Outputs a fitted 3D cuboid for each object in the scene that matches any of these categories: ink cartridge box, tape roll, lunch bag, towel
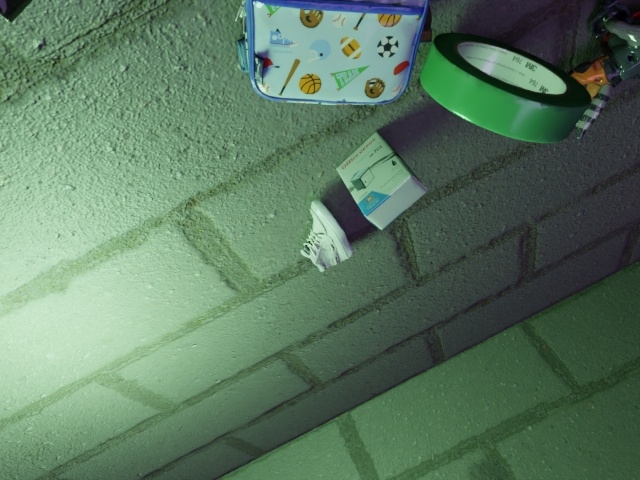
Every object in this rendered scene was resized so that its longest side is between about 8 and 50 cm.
[{"bbox_3d":[0.138,-0.143,1.064,0.139,0.191,0.082,-42,136,17],"label":"ink cartridge box"},{"bbox_3d":[0.362,-0.312,0.903,0.321,0.321,0.077,-5,136,-24],"label":"tape roll"},{"bbox_3d":[0.014,-0.352,0.749,0.303,0.115,0.243,-1,139,-9],"label":"lunch bag"},{"bbox_3d":[-0.093,-0.353,0.841,0.119,0.029,0.067,-15,139,-13],"label":"towel"}]

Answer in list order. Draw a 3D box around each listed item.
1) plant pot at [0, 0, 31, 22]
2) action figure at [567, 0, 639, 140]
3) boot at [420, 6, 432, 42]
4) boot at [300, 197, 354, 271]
[{"bbox_3d":[-0.384,-0.405,0.524,0.167,0.188,0.187,-40,139,-2],"label":"plant pot"},{"bbox_3d":[0.752,-0.413,1.128,0.341,0.179,0.330,12,136,-34],"label":"action figure"},{"bbox_3d":[0.109,-0.427,0.858,0.219,0.082,0.106,-8,115,-15],"label":"boot"},{"bbox_3d":[0.000,0.000,1.213,0.123,0.095,0.258,-35,141,-1],"label":"boot"}]
